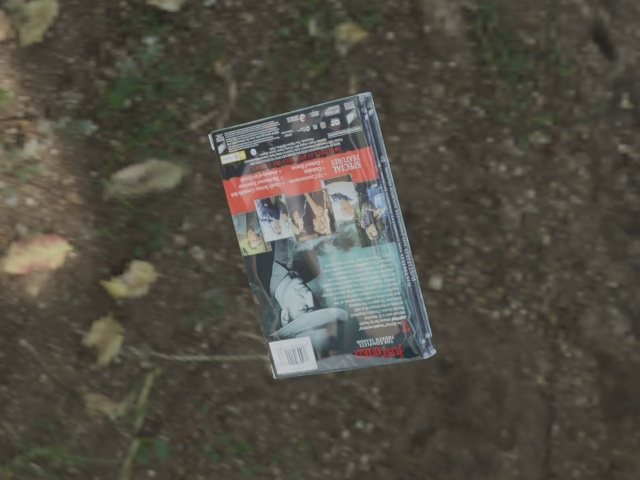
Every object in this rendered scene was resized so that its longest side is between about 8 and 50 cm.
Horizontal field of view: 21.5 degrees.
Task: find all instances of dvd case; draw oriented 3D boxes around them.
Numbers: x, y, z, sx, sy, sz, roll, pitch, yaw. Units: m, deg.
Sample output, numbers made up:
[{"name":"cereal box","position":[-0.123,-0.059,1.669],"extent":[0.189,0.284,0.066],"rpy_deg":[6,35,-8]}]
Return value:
[{"name":"dvd case","position":[0.000,0.000,0.757],"extent":[0.013,0.087,0.119],"rpy_deg":[-19,96,-53]}]
